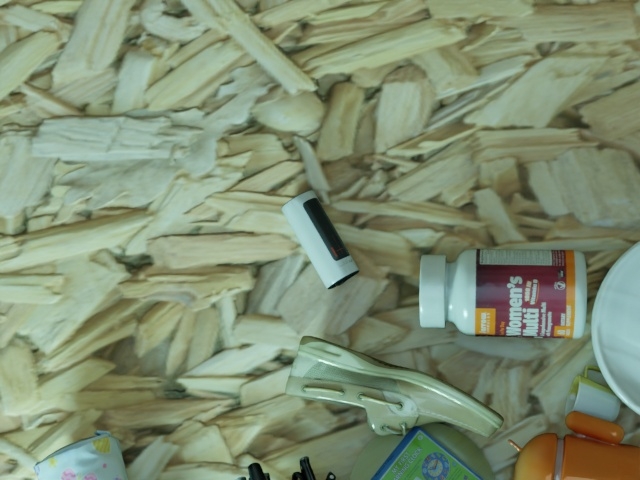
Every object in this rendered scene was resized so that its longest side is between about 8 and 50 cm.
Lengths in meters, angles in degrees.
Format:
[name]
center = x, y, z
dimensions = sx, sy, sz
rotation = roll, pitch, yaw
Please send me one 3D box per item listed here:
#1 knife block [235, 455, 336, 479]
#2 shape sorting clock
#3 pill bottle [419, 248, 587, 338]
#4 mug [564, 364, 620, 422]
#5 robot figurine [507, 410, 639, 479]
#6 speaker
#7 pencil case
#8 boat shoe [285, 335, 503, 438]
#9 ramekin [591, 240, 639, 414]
[knife block]
center = -0.045, 0.419, 1.797
dimensions = 0.242, 0.088, 0.276
rotation = 27, 45, 11
[shape sorting clock]
center = 0.140, 0.353, 1.881
dimensions = 0.206, 0.040, 0.206
rotation = 0, 79, 0
[pill bottle]
center = 0.247, 0.071, 1.857
dimensions = 0.221, 0.121, 0.121
rotation = 1, 84, 7
[mug]
center = 0.375, 0.214, 1.858
dimensions = 0.064, 0.062, 0.078
rotation = 16, 93, 1
[robot figurine]
center = 0.352, 0.323, 1.815
dimensions = 0.219, 0.128, 0.158
rotation = 8, 128, 8
[speaker]
center = 0.000, 0.000, 1.930
dimensions = 0.055, 0.055, 0.136
rotation = -30, 81, 3
[pencil case]
center = -0.297, 0.406, 1.897
dimensions = 0.124, 0.113, 0.273
rotation = -24, 82, -6
[boat shoe]
center = 0.099, 0.221, 1.865
dimensions = 0.302, 0.109, 0.098
rotation = 19, 81, 14
[ramekin]
center = 0.493, 0.118, 1.817
dimensions = 0.272, 0.127, 0.273
rotation = -1, 84, 7
